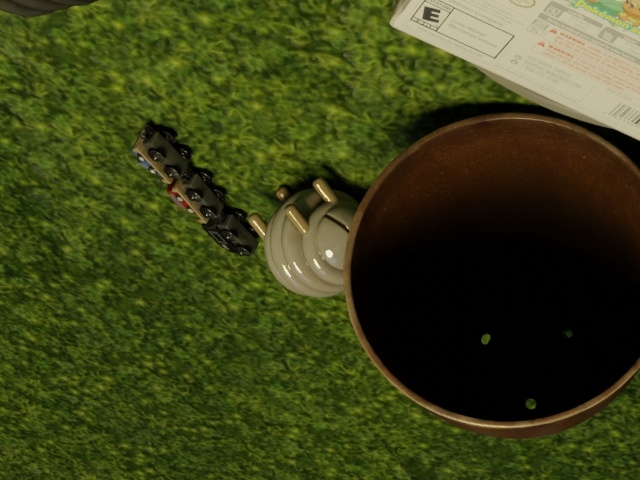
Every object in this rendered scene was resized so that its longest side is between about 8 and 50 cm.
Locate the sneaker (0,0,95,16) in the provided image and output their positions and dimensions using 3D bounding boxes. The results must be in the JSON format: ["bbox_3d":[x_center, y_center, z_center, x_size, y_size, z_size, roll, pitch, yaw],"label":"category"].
[{"bbox_3d":[-0.204,-0.226,0.970,0.147,0.104,0.296,-15,141,34],"label":"sneaker"}]

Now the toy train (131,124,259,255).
[{"bbox_3d":[-0.099,-0.038,1.298,0.036,0.027,0.158,6,149,38],"label":"toy train"}]

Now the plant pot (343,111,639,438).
[{"bbox_3d":[0.140,0.053,1.185,0.215,0.215,0.230,9,163,13],"label":"plant pot"}]

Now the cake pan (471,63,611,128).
[{"bbox_3d":[0.190,-0.166,0.925,0.293,0.054,0.293,13,149,8],"label":"cake pan"}]

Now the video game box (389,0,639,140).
[{"bbox_3d":[0.165,-0.137,0.886,0.205,0.048,0.187,23,150,-11],"label":"video game box"}]

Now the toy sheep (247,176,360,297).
[{"bbox_3d":[0.000,0.000,1.254,0.091,0.091,0.132,31,165,-21],"label":"toy sheep"}]
